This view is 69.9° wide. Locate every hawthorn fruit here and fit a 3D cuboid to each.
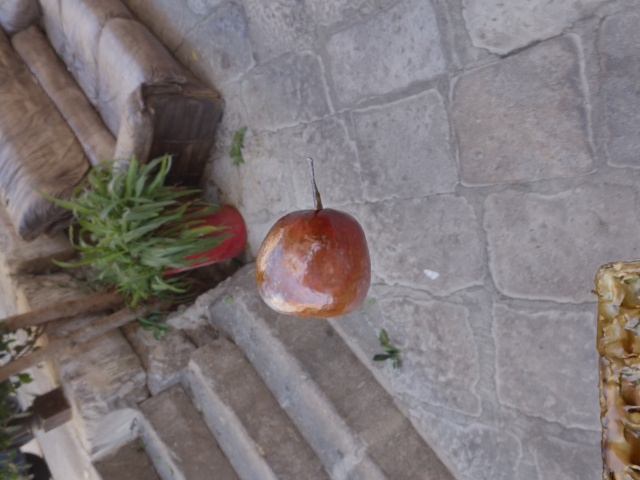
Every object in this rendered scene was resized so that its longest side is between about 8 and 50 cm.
[{"bbox_3d":[0.003,0.041,0.912,0.263,0.235,0.231,-46,61,4],"label":"hawthorn fruit"}]

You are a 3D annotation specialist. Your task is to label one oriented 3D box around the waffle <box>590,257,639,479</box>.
[{"bbox_3d":[0.333,0.148,0.344,0.213,0.091,0.308,-23,46,53],"label":"waffle"}]
